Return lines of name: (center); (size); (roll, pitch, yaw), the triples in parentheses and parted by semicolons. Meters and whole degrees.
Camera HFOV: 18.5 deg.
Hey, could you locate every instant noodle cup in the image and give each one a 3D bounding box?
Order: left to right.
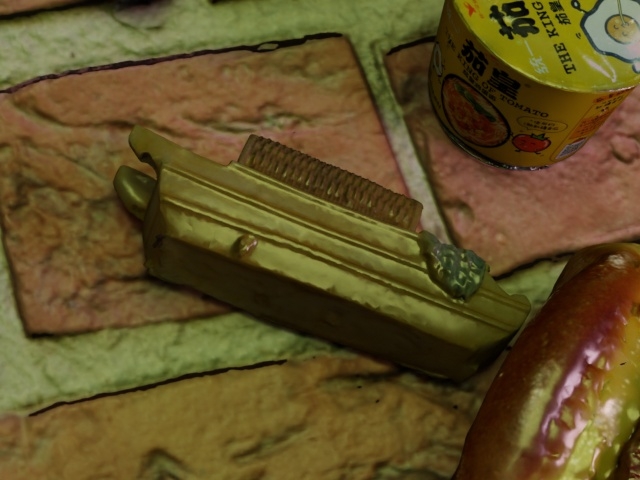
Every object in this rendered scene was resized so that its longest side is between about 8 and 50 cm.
instant noodle cup: (0.165, -0.148, 1.482); (0.182, 0.144, 0.182); (6, 59, -10)

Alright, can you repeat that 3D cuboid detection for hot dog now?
hot dog: (0.189, 0.148, 1.278); (0.185, 0.223, 0.405); (27, 59, 7)

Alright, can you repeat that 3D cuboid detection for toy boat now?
toy boat: (0.000, 0.000, 1.395); (0.310, 0.089, 0.115); (19, 56, 0)
